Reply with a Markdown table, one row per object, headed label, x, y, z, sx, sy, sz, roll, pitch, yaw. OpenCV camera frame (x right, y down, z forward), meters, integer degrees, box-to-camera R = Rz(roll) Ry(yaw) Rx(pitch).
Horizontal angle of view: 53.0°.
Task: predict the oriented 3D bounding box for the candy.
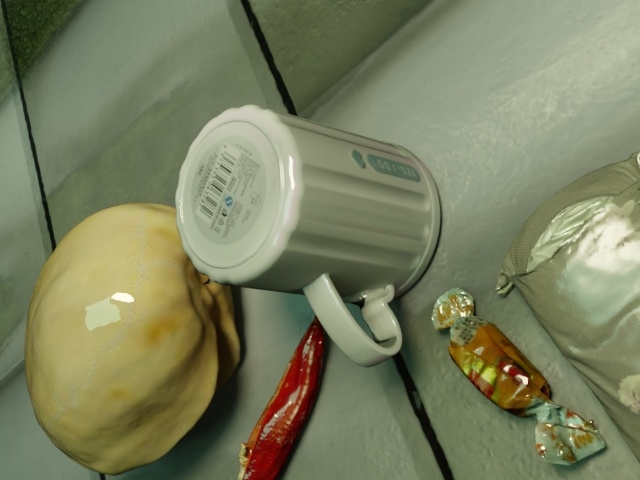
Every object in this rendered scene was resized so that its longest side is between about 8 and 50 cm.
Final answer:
| label | x | y | z | sx | sy | sz | roll | pitch | yaw |
| --- | --- | --- | --- | --- | --- | --- | --- | --- | --- |
| candy | 0.152 | 0.110 | 0.536 | 0.053 | 0.046 | 0.182 | -54 | 54 | 16 |

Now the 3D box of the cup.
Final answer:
| label | x | y | z | sx | sy | sz | roll | pitch | yaw |
| --- | --- | --- | --- | --- | --- | --- | --- | --- | --- |
| cup | 0.005 | -0.015 | 0.572 | 0.221 | 0.202 | 0.167 | 40 | 109 | 36 |

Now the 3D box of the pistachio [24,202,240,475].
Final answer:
| label | x | y | z | sx | sy | sz | roll | pitch | yaw |
| --- | --- | --- | --- | --- | --- | --- | --- | --- | --- |
| pistachio | -0.211 | 0.110 | 0.718 | 0.237 | 0.229 | 0.321 | 26 | 112 | 11 |

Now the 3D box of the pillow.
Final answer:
| label | x | y | z | sx | sy | sz | roll | pitch | yaw |
| --- | --- | --- | --- | --- | --- | --- | --- | --- | --- |
| pillow | 0.244 | 0.061 | 0.466 | 0.169 | 0.059 | 0.255 | -44 | 58 | 21 |

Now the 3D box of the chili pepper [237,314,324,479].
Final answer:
| label | x | y | z | sx | sy | sz | roll | pitch | yaw |
| --- | --- | --- | --- | --- | --- | --- | --- | --- | --- |
| chili pepper | -0.046 | 0.197 | 0.680 | 0.050 | 0.059 | 0.268 | 26 | 98 | -1 |
